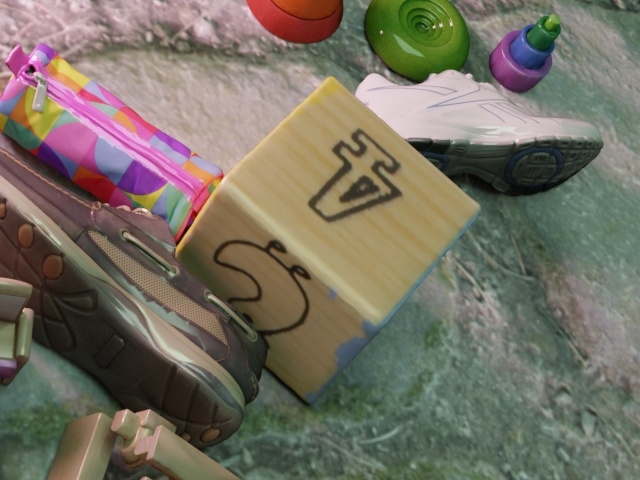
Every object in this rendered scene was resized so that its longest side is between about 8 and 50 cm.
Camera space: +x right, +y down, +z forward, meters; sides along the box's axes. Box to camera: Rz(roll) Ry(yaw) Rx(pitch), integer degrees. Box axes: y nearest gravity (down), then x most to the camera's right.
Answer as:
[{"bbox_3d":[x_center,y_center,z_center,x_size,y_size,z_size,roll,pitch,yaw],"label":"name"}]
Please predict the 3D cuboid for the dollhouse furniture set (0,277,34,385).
[{"bbox_3d":[-0.372,0.154,1.328,0.286,0.198,0.303,10,59,-19],"label":"dollhouse furniture set"}]

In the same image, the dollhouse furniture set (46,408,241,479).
[{"bbox_3d":[-0.150,0.233,1.439,0.123,0.151,0.144,39,50,-30],"label":"dollhouse furniture set"}]

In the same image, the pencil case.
[{"bbox_3d":[-0.209,-0.091,1.605,0.236,0.104,0.104,34,54,-4],"label":"pencil case"}]

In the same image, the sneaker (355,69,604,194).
[{"bbox_3d":[0.172,-0.127,1.797,0.297,0.111,0.129,4,55,-24],"label":"sneaker"}]

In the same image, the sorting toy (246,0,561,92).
[{"bbox_3d":[0.106,-0.265,1.831,0.366,0.126,0.127,15,57,-15],"label":"sorting toy"}]

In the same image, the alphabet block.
[{"bbox_3d":[0.000,0.000,1.592,0.197,0.192,0.193,41,52,3],"label":"alphabet block"}]

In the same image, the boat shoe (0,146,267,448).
[{"bbox_3d":[-0.197,0.038,1.534,0.355,0.132,0.130,45,44,-6],"label":"boat shoe"}]
